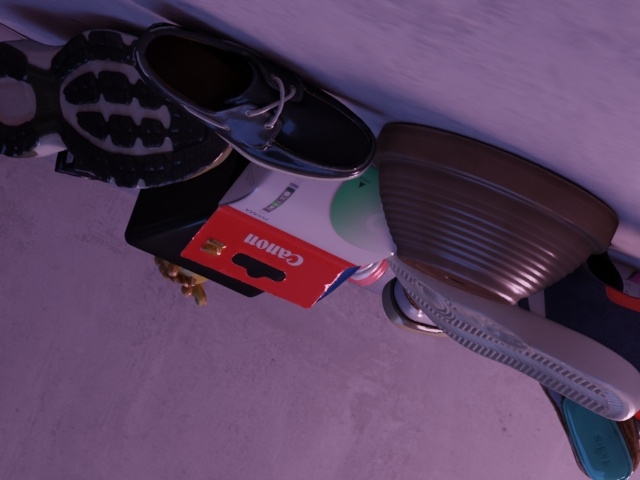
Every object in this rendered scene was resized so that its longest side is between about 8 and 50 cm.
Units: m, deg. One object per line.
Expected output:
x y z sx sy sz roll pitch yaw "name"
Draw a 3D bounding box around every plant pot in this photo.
-0.084 -0.055 1.385 0.188 0.187 0.167 26 162 -29 "plant pot"
0.145 -0.011 1.120 0.237 0.110 0.237 23 174 2 "plant pot"

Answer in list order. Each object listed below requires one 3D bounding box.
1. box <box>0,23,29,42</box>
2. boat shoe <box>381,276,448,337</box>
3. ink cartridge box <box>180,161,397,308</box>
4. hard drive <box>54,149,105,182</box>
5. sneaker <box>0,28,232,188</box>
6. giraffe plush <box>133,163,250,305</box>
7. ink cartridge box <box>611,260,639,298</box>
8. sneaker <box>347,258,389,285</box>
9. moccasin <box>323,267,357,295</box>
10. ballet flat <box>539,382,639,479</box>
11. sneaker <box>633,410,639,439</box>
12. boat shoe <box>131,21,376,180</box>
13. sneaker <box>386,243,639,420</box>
-0.413 -0.236 1.632 0.322 0.058 0.232 28 173 -35 "box"
0.235 0.081 1.636 0.302 0.113 0.103 3 152 -33 "boat shoe"
-0.013 -0.014 1.267 0.181 0.225 0.056 25 -151 -29 "ink cartridge box"
-0.194 -0.093 1.715 0.339 0.064 0.237 12 179 -18 "hard drive"
-0.200 -0.158 1.290 0.182 0.158 0.410 -14 -159 -41 "sneaker"
-0.152 -0.023 1.518 0.181 0.210 0.170 33 -147 -35 "giraffe plush"
0.315 0.081 1.341 0.198 0.067 0.115 23 147 10 "ink cartridge box"
-0.021 -0.018 2.033 0.314 0.116 0.136 9 156 45 "sneaker"
0.000 0.000 1.547 0.117 0.138 0.342 52 156 4 "moccasin"
0.350 0.166 1.621 0.116 0.342 0.124 -18 -159 22 "ballet flat"
0.473 0.156 1.619 0.090 0.145 0.270 -98 -12 -50 "sneaker"
-0.056 -0.117 1.049 0.233 0.084 0.079 27 175 -8 "boat shoe"
0.221 0.051 1.251 0.350 0.148 0.131 29 161 41 "sneaker"
